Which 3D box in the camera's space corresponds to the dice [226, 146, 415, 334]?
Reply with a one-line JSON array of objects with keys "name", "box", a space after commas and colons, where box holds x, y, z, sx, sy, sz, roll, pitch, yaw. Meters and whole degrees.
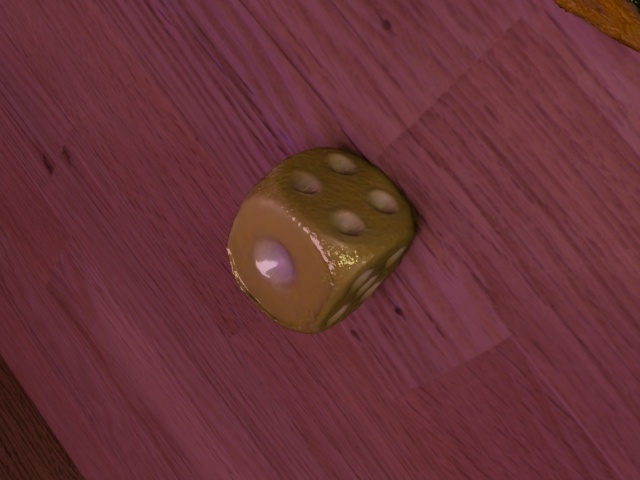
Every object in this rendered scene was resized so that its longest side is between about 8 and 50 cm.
[{"name": "dice", "box": [0.000, 0.000, 0.835, 0.166, 0.169, 0.169, 45, 134, 15]}]

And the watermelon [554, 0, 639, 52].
[{"name": "watermelon", "box": [0.196, -0.266, 0.584, 0.301, 0.123, 0.129, 40, 154, 21]}]
